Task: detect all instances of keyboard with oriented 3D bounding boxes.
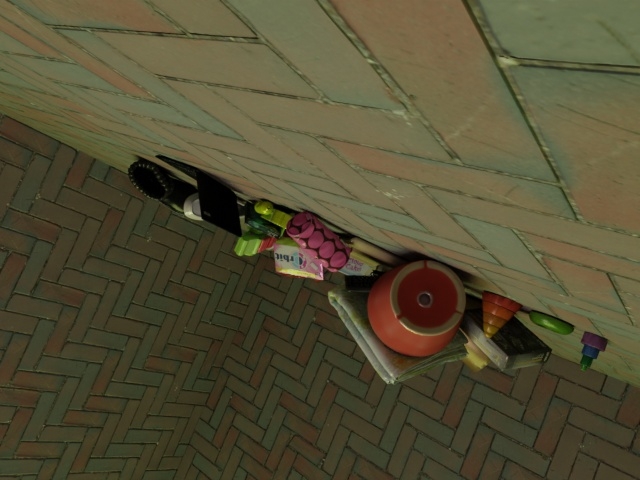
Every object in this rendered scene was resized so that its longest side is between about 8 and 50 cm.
[{"bbox_3d":[0.233,0.124,1.748,0.316,0.033,0.201,2,-167,-1],"label":"keyboard"}]

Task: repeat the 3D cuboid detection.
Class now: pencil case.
[{"bbox_3d":[0.000,0.000,1.603,0.209,0.098,0.095,39,-149,-38],"label":"pencil case"}]

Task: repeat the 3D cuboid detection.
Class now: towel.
[{"bbox_3d":[0.246,0.252,1.749,0.320,0.090,0.374,-11,-132,-32],"label":"towel"}]

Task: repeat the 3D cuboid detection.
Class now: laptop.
[{"bbox_3d":[-0.380,-0.138,1.762,0.264,0.137,0.234,21,174,25],"label":"laptop"}]

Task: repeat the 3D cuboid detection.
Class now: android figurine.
[{"bbox_3d":[-0.089,-0.055,1.767,0.248,0.056,0.273,26,178,-20],"label":"android figurine"}]

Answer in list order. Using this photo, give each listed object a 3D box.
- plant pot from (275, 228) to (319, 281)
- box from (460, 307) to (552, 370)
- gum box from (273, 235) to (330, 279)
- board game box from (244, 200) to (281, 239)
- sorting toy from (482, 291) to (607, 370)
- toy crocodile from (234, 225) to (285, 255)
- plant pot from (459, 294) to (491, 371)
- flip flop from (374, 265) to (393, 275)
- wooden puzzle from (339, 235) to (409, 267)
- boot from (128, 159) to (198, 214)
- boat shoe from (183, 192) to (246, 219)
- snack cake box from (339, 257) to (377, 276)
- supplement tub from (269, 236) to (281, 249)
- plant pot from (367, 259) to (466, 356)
[{"bbox_3d":[-0.051,0.044,1.984,0.174,0.191,0.191,13,174,9],"label":"plant pot"},{"bbox_3d":[0.559,0.294,1.716,0.182,0.056,0.231,-3,-150,-27],"label":"box"},{"bbox_3d":[-0.065,0.056,1.832,0.188,0.107,0.062,8,-153,24],"label":"gum box"},{"bbox_3d":[-0.198,-0.072,1.900,0.126,0.026,0.186,25,-164,-17],"label":"board game box"},{"bbox_3d":[0.622,0.272,1.613,0.365,0.126,0.127,23,175,12],"label":"sorting toy"},{"bbox_3d":[-0.201,-0.012,1.968,0.105,0.115,0.340,30,-163,10],"label":"toy crocodile"},{"bbox_3d":[0.509,0.290,1.984,0.254,0.237,0.237,38,177,6],"label":"plant pot"},{"bbox_3d":[0.302,0.150,2.032,0.080,0.112,0.277,-1,154,43],"label":"flip flop"},{"bbox_3d":[0.145,0.033,1.784,0.220,0.044,0.238,25,171,-20],"label":"wooden puzzle"},{"bbox_3d":[-0.598,-0.196,2.201,0.347,0.131,0.260,25,175,-22],"label":"boot"},{"bbox_3d":[-0.345,-0.115,1.939,0.096,0.098,0.277,14,-168,36],"label":"boat shoe"},{"bbox_3d":[0.222,0.148,2.388,0.264,0.089,0.152,20,177,34],"label":"snack cake box"},{"bbox_3d":[-0.234,-0.005,2.713,0.116,0.117,0.190,22,176,8],"label":"supplement tub"},{"bbox_3d":[0.270,0.174,1.519,0.274,0.275,0.243,23,167,6],"label":"plant pot"}]
